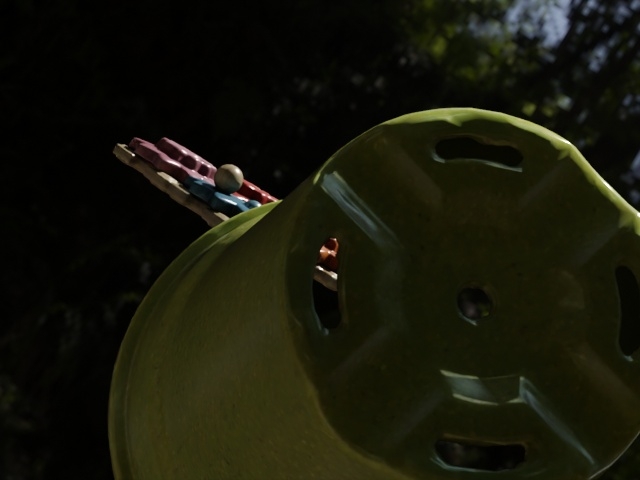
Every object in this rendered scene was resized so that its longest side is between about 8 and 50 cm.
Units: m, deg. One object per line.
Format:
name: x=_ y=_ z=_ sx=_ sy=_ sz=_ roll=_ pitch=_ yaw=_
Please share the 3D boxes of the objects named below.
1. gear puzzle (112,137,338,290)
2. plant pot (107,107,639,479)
gear puzzle: x=0.000 y=0.000 z=1.215 sx=0.339 sy=0.044 sz=0.175 roll=27 pitch=5 yaw=-45
plant pot: x=0.044 y=0.064 z=0.759 sx=0.276 sy=0.276 sz=0.254 roll=33 pitch=-24 yaw=-1
